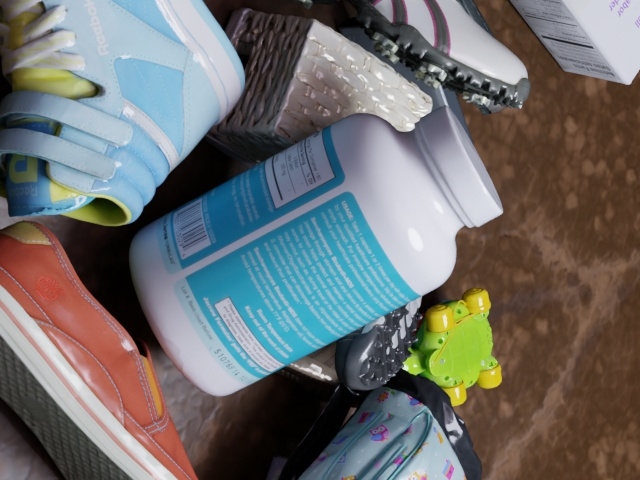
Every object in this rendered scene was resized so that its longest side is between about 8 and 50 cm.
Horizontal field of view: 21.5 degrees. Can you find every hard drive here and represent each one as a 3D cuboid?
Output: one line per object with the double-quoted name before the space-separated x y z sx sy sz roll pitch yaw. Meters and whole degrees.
"hard drive" 0.075 -0.128 1.442 0.022 0.094 0.135 -40 119 -35

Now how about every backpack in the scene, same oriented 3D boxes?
"backpack" 0.045 0.206 1.348 0.182 0.115 0.152 -44 120 -32

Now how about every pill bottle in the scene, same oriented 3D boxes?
"pill bottle" 0.000 0.000 1.263 0.146 0.264 0.146 59 12 -20

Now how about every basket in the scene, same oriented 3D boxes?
"basket" -0.002 -0.105 1.368 0.167 0.103 0.113 29 75 -41

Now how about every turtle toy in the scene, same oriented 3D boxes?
"turtle toy" 0.104 0.098 1.509 0.130 0.066 0.095 -21 107 -39

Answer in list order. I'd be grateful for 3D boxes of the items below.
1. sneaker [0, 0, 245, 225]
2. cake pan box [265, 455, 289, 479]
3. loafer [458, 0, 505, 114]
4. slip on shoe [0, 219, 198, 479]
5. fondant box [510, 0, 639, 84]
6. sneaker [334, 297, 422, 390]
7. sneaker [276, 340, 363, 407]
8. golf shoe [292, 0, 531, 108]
"sneaker" -0.192 -0.138 1.168 0.319 0.127 0.208 50 56 -33
"cake pan box" 0.021 0.339 1.455 0.267 0.070 0.246 29 72 -40
"loafer" 0.082 -0.207 1.466 0.267 0.084 0.096 53 18 -33
"slip on shoe" -0.155 0.121 1.245 0.101 0.123 0.331 -52 120 -31
"fondant box" 0.239 -0.340 1.544 0.238 0.096 0.330 -55 130 -12
"sneaker" 0.035 0.037 1.394 0.234 0.106 0.078 -65 155 -47
"sneaker" 0.001 0.088 1.414 0.188 0.066 0.071 30 69 -42
"golf shoe" 0.064 -0.206 1.326 0.273 0.105 0.120 34 89 -1
